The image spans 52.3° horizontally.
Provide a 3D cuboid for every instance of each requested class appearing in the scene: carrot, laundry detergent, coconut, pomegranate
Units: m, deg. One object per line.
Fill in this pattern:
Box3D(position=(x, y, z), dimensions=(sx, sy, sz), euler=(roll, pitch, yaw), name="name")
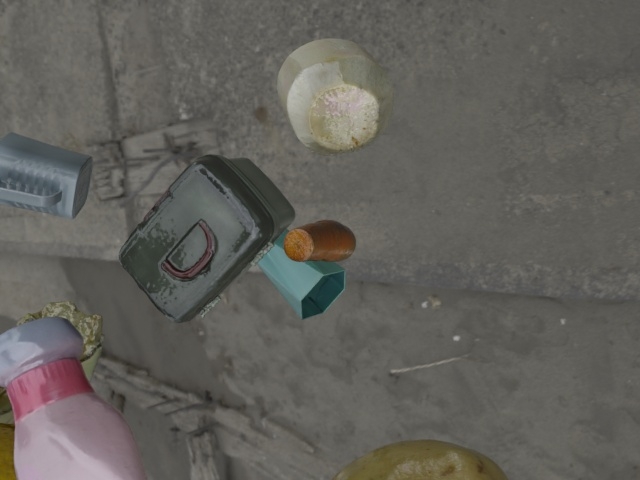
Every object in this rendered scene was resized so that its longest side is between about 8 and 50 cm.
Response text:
Box3D(position=(0.000, 0.000, 1.253), dimensions=(0.087, 0.193, 0.087), euler=(-2, 86, 30), name="carrot")
Box3D(position=(-0.185, 0.223, 0.536), dimensions=(0.159, 0.088, 0.335), euler=(-39, 71, 35), name="laundry detergent")
Box3D(position=(0.029, -0.288, 1.306), dimensions=(0.241, 0.241, 0.241), euler=(11, 105, 47), name="coconut")
Box3D(position=(0.143, 0.426, 0.870), dimensions=(0.333, 0.333, 0.332), euler=(11, 105, 47), name="pomegranate")

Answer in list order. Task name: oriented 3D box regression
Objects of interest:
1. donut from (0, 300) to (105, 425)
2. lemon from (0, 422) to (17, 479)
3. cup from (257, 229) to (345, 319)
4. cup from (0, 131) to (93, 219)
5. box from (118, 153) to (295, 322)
Box3D(position=(-0.524, 0.202, 0.983), dimensions=(0.150, 0.371, 0.307), euler=(38, 94, 24), name="donut")
Box3D(position=(-0.409, 0.334, 0.818), dimensions=(0.244, 0.187, 0.187), euler=(53, 133, 10), name="lemon")
Box3D(position=(-0.065, 0.057, 1.522), dimensions=(0.236, 0.134, 0.148), euler=(42, 149, 32), name="cup")
Box3D(position=(-0.413, -0.087, 0.945), dimensions=(0.128, 0.130, 0.095), euler=(-94, 19, -64), name="cup")
Box3D(position=(-0.145, -0.005, 0.852), dimensions=(0.148, 0.129, 0.210), euler=(48, 113, 6), name="box")
